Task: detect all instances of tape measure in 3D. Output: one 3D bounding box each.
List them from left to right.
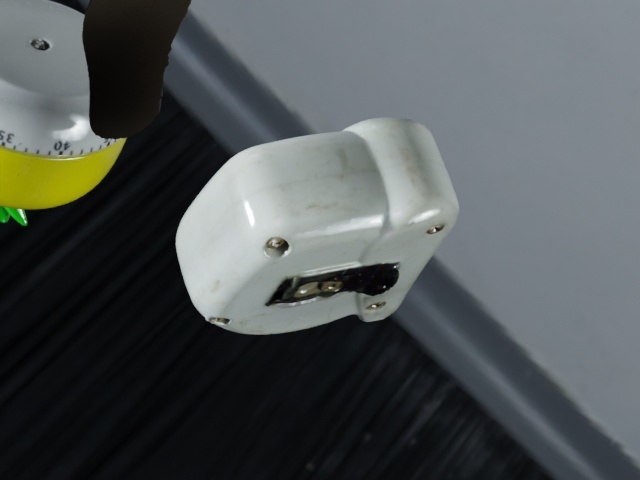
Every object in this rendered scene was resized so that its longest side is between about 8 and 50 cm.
[{"bbox_3d":[0.000,0.000,1.529,0.258,0.265,0.130,122,132,-60],"label":"tape measure"}]

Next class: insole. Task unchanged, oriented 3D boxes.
[{"bbox_3d":[-0.188,-0.196,1.609,0.328,0.111,0.007,109,142,-57],"label":"insole"}]

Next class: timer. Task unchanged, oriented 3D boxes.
[{"bbox_3d":[-0.370,-0.130,1.944,0.285,0.285,0.285,19,130,24],"label":"timer"}]
